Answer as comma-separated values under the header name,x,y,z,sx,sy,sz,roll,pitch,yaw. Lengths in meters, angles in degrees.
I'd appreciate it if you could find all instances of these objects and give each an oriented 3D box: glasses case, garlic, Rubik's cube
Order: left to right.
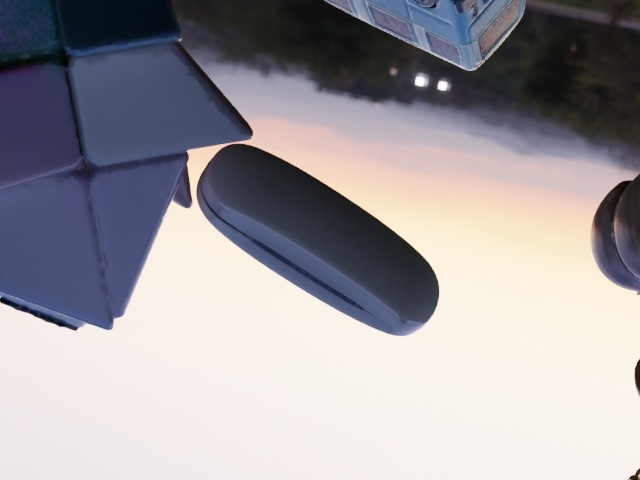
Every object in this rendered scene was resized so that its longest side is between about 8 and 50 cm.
name,x,y,z,sx,sy,sz,roll,pitch,yaw
Rubik's cube,-0.265,-0.123,1.272,0.387,0.368,0.358,23,-173,-15
glasses case,0.000,0.000,1.275,0.233,0.059,0.092,31,-138,-11
garlic,0.464,-0.010,1.984,0.160,0.191,0.214,-14,177,-21

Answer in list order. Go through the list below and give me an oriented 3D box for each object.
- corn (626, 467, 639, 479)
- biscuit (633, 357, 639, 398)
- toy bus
name,x,y,z,sx,sy,sz,roll,pitch,yaw
corn,0.207,0.258,1.108,0.101,0.291,0.101,29,-149,-20
biscuit,0.456,0.148,1.465,0.287,0.343,0.057,-7,152,23
toy bus,0.092,-0.306,1.655,0.271,0.133,0.164,31,158,29
